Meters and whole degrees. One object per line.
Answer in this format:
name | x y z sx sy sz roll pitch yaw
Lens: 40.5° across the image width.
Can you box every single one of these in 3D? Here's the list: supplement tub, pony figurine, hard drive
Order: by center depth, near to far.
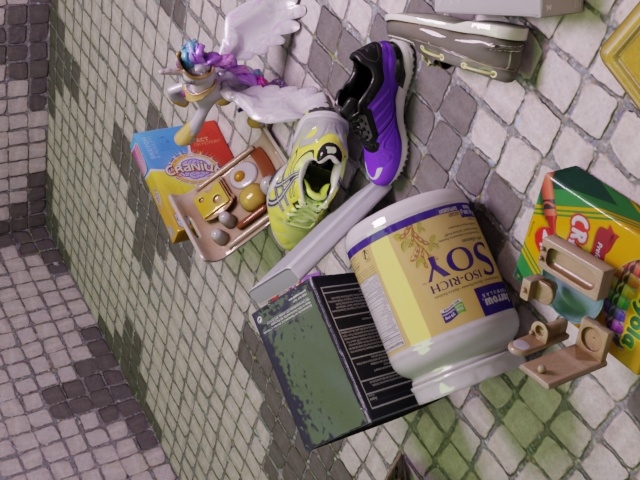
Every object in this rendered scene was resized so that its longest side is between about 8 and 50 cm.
supplement tub | 0.205 0.100 1.539 0.241 0.241 0.331 -40 68 56
hard drive | 0.000 0.000 1.777 0.040 0.307 0.203 49 148 -5
pony figurine | -0.186 -0.353 1.946 0.363 0.351 0.302 119 135 -73

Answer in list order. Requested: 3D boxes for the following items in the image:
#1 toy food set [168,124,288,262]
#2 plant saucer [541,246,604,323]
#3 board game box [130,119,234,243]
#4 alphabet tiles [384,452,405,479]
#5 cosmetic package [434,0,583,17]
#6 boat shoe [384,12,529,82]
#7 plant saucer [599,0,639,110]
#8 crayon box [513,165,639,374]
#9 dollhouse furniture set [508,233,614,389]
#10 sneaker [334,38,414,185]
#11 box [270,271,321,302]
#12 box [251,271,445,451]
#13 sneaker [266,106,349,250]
toy food set | -0.209 -0.118 2.116 0.219 0.306 0.092 57 -173 27
plant saucer | 0.381 0.064 1.295 0.119 0.021 0.119 31 128 50
board game box | -0.332 -0.161 2.293 0.316 0.242 0.064 62 147 21
alphabet tiles | 0.165 0.614 1.887 0.009 0.198 0.237 -5 100 20
cosmetic package | 0.286 -0.413 1.339 0.238 0.107 0.127 23 121 49
boat shoe | 0.217 -0.333 1.472 0.305 0.109 0.091 25 118 48
plant saucer | 0.509 -0.226 1.075 0.332 0.081 0.332 62 147 22
crayon box | 0.444 0.051 1.291 0.318 0.081 0.202 43 135 41
dollhouse furniture set | 0.332 0.099 1.247 0.144 0.123 0.151 38 133 46
sneaker | 0.089 -0.241 1.677 0.102 0.146 0.293 32 128 49
box | -0.025 0.241 2.141 0.201 0.057 0.293 -30 77 57
box | 0.060 0.231 1.735 0.183 0.296 0.294 -34 72 33
sneaker | -0.038 -0.107 1.899 0.147 0.145 0.384 -90 12 -46
